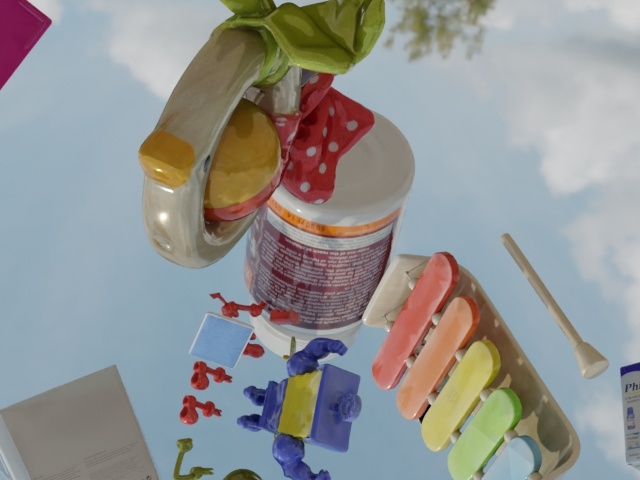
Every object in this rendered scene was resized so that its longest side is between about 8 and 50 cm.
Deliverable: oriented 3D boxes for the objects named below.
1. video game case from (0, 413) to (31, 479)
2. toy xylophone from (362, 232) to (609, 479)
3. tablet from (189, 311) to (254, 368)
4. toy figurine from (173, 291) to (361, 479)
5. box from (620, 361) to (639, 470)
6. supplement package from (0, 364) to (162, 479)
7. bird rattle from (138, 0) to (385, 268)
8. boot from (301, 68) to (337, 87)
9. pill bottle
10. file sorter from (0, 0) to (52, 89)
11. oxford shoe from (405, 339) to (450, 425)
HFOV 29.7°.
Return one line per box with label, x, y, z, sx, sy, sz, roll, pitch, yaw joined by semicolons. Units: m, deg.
video game case;-0.413;0.197;1.418;0.022;0.190;0.173;-37;-126;-25
toy xylophone;0.166;0.134;1.242;0.081;0.236;0.323;-6;-139;-32
tablet;-0.107;0.107;1.298;0.054;0.083;0.006;19;-133;-8
toy figurine;-0.047;0.243;1.605;0.217;0.362;0.191;-7;151;41
box;0.455;0.239;1.573;0.126;0.072;0.137;31;-128;-40
supplement package;-0.354;0.334;1.820;0.194;0.149;0.203;-21;-119;-10
bird rattle;-0.057;-0.077;0.788;0.143;0.253;0.207;29;-117;8
boot;-0.013;-0.264;2.041;0.207;0.090;0.248;-17;165;38
pill bottle;0.000;0.000;1.810;0.224;0.392;0.224;5;-129;-6
file sorter;-0.517;-0.281;1.450;0.290;0.202;0.182;39;174;-29
oxford shoe;0.191;0.178;1.947;0.123;0.348;0.130;5;-130;18
